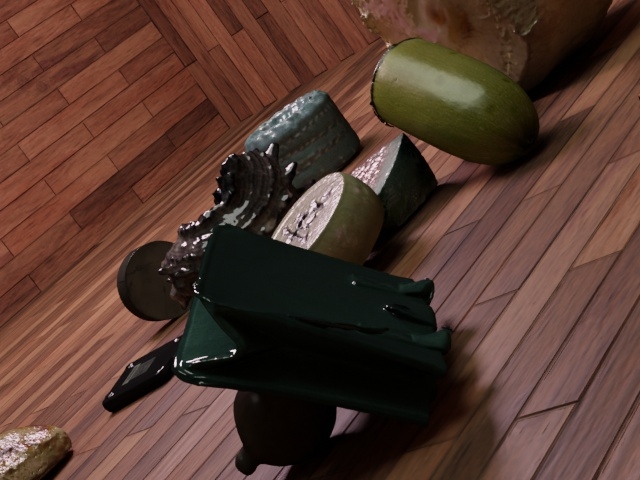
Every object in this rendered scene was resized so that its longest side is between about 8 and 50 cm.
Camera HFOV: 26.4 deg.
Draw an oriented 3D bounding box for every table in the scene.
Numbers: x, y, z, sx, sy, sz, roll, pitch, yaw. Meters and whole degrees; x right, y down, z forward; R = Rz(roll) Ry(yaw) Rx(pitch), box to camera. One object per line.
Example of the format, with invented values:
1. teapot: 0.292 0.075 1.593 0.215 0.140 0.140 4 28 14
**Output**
1. table: -0.272 0.069 2.283 0.133 0.133 0.043 -42 12 -28

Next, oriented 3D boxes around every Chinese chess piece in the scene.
1. Chinese chess piece: 0.000 0.000 1.759 0.188 0.083 0.188 -47 19 22

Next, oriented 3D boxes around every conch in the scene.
1. conch: -0.122 -0.004 2.105 0.313 0.186 0.240 -60 13 -19

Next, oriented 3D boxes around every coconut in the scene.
1. coconut: 0.270 -0.427 2.092 0.404 0.405 0.404 -34 11 8

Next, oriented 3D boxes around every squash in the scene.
1. squash: 0.190 -0.177 1.799 0.132 0.132 0.247 -40 42 -20

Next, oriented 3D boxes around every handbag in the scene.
1. handbag: -0.006 0.071 1.272 0.326 0.238 0.089 -97 19 -79

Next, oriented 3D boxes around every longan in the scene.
1. longan: -0.039 0.168 1.280 0.119 0.106 0.106 -53 12 -1

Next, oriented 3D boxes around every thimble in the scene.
1. thimble: -0.040 -0.182 2.607 0.198 0.143 0.235 -39 10 -18

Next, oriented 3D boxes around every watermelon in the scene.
1. watermelon: 0.045 -0.034 1.931 0.241 0.094 0.154 -26 24 45

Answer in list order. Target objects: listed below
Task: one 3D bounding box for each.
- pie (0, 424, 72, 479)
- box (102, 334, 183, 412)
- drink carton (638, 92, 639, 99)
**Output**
1. pie: -0.447 0.321 1.890 0.178 0.084 0.205 -27 11 39
2. box: -0.252 0.191 1.991 0.125 0.027 0.126 -31 13 23
3. drink carton: 0.389 -0.133 1.296 0.096 0.071 0.223 -37 11 2
